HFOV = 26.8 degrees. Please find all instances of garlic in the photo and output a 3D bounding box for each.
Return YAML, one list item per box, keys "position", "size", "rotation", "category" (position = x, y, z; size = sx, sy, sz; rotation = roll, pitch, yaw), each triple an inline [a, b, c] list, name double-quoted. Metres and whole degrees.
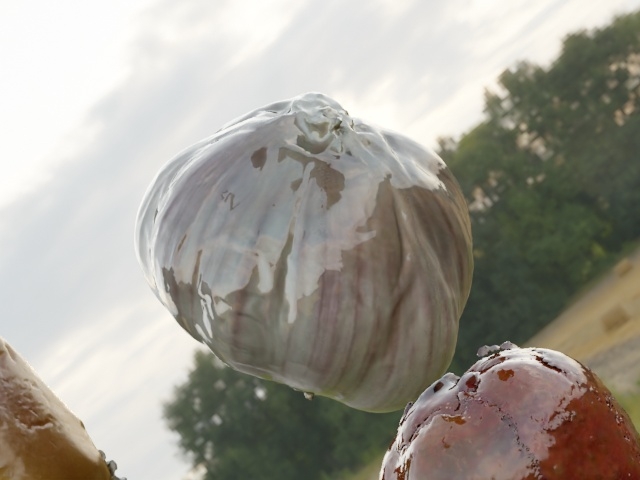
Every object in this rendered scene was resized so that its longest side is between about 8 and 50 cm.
- position: [0.000, 0.000, 1.202]
  size: [0.317, 0.317, 0.259]
  rotation: [-31, -50, -45]
  category: "garlic"

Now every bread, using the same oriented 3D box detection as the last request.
- position: [-0.301, 0.170, 1.199]
  size: [0.107, 0.241, 0.136]
  rotation: [-48, -9, 33]
  category: "bread"

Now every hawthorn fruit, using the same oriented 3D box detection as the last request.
- position: [0.119, 0.143, 0.741]
  size: [0.148, 0.172, 0.148]
  rotation: [-40, -7, -6]
  category: "hawthorn fruit"
